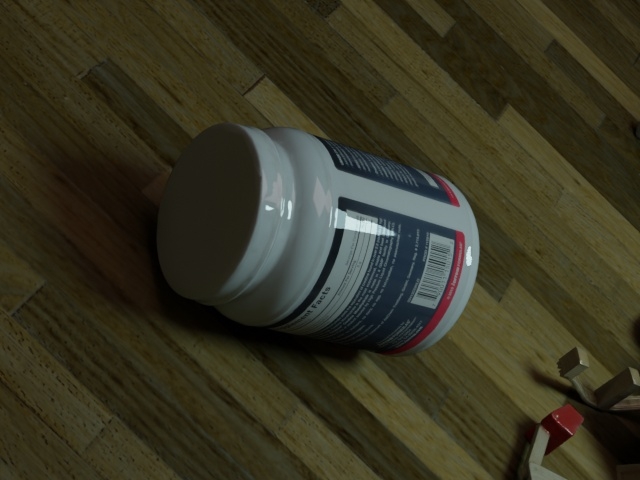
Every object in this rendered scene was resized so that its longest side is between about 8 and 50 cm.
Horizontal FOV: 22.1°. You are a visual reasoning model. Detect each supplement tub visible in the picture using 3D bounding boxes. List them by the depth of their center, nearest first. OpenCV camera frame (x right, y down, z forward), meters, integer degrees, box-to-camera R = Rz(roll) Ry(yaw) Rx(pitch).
[{"bbox_3d":[0.000,0.000,1.577,0.272,0.191,0.191,16,45,-37],"label":"supplement tub"}]

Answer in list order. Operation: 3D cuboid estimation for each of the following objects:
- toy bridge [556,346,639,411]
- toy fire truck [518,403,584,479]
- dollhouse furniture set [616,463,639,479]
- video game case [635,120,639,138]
[{"bbox_3d":[0.339,0.170,1.873,0.188,0.063,0.026,21,43,-34],"label":"toy bridge"},{"bbox_3d":[0.250,0.265,1.702,0.135,0.047,0.192,49,36,4],"label":"toy fire truck"},{"bbox_3d":[0.401,0.314,1.659,0.101,0.161,0.182,5,79,-44],"label":"dollhouse furniture set"},{"bbox_3d":[0.657,-0.116,2.290,0.300,0.329,0.036,28,72,-25],"label":"video game case"}]
